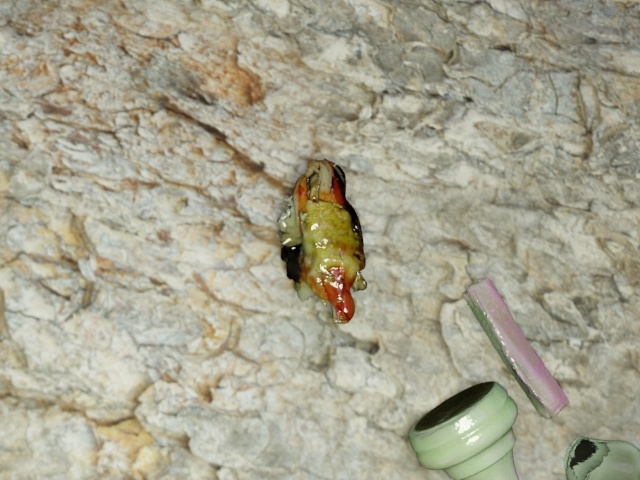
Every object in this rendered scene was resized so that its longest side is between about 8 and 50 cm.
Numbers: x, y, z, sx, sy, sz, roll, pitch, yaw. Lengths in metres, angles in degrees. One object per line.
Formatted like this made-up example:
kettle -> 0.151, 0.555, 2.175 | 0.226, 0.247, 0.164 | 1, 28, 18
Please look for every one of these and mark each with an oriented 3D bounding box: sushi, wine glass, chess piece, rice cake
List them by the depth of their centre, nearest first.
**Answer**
chess piece -> 0.232, 0.317, 1.398 | 0.139, 0.139, 0.271 | -34, 92, -28
sushi -> -0.003, 0.001, 1.465 | 0.097, 0.103, 0.226 | 11, 58, -44
wine glass -> 0.418, 0.305, 1.479 | 0.195, 0.079, 0.079 | 14, 64, -14
rice cake -> 0.259, 0.143, 1.521 | 0.047, 0.036, 0.206 | -27, 78, -17
